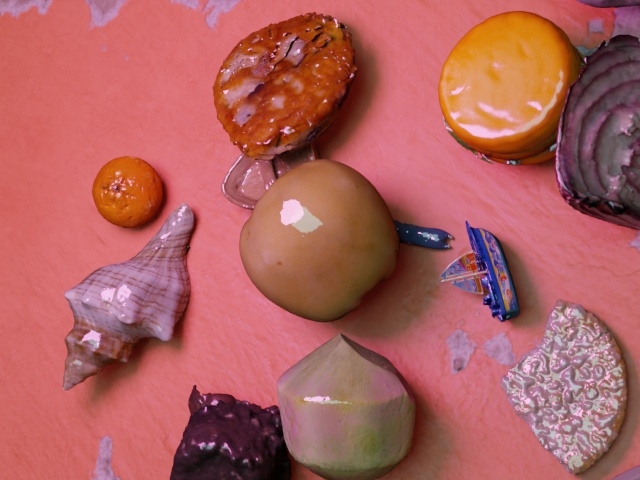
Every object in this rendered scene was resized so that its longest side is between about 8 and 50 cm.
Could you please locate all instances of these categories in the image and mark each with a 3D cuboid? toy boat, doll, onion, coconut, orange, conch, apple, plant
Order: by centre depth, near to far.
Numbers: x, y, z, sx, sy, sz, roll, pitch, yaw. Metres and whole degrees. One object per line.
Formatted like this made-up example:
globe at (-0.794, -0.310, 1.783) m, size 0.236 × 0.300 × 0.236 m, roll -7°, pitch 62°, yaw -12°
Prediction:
onion at (0.460, -0.144, 1.481) m, size 0.314 × 0.146 × 0.280 m, roll 16°, pitch 75°, yaw -17°
coconut at (0.037, 0.258, 1.580) m, size 0.205 × 0.236 × 0.235 m, roll -8°, pitch 71°, yaw -20°
toy boat at (0.243, 0.050, 1.590) m, size 0.110 × 0.091 × 0.175 m, roll -14°, pitch 68°, yaw 4°
apple at (0.000, 0.000, 1.629) m, size 0.262 × 0.262 × 0.262 m, roll -5°, pitch 77°, yaw 23°
plant at (-0.146, 0.354, 1.643) m, size 0.204 × 0.234 × 0.178 m, roll 12°, pitch 105°, yaw 4°
doll at (0.160, -0.009, 1.677) m, size 0.125 × 0.027 × 0.037 m, roll 12°, pitch 85°, yaw 23°
toy boat at (-0.084, -0.112, 1.786) m, size 0.188 × 0.061 × 0.116 m, roll -18°, pitch 74°, yaw 19°
conch at (-0.342, 0.110, 1.801) m, size 0.203 × 0.169 × 0.386 m, roll 36°, pitch 97°, yaw 0°
orange at (-0.363, -0.093, 1.875) m, size 0.136 × 0.117 × 0.135 m, roll -7°, pitch 70°, yaw 20°

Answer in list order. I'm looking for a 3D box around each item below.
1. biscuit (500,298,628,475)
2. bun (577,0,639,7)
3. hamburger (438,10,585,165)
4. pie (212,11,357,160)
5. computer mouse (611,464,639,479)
biscuit at (0.370, 0.221, 1.526) m, size 0.188 × 0.040 × 0.265 m, roll -2°, pitch 77°, yaw 23°
bun at (0.472, -0.511, 1.549) m, size 0.355 × 0.194 × 0.354 m, roll -6°, pitch 75°, yaw 21°
hamburger at (0.311, -0.230, 1.575) m, size 0.246 × 0.170 × 0.246 m, roll -11°, pitch 70°, yaw 32°
pie at (-0.069, -0.276, 1.770) m, size 0.308 × 0.085 × 0.308 m, roll -17°, pitch 53°, yaw 24°
computer mouse at (0.421, 0.471, 1.425) m, size 0.331 × 0.095 × 0.197 m, roll -44°, pitch 67°, yaw 1°
